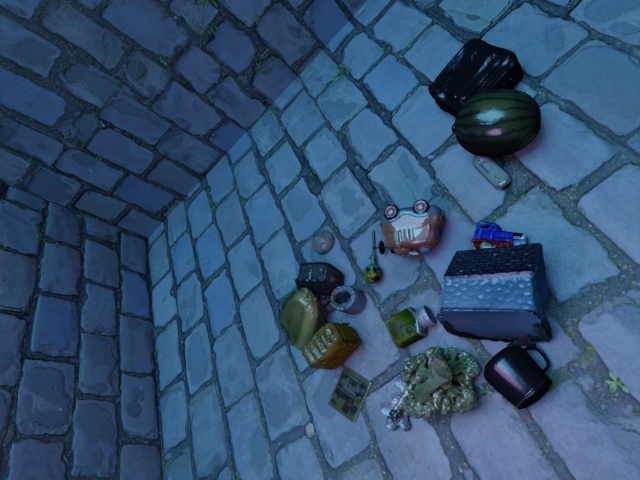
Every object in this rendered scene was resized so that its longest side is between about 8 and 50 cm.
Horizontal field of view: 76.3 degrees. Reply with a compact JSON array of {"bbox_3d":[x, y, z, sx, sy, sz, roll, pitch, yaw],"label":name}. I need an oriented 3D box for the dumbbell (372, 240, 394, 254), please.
[{"bbox_3d":[0.321,0.032,1.962,0.147,0.069,0.069,-6,65,30],"label":"dumbbell"}]

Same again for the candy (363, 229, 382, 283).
[{"bbox_3d":[0.256,0.072,2.007,0.083,0.091,0.305,-30,44,41],"label":"candy"}]

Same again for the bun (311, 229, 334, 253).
[{"bbox_3d":[0.000,0.000,2.258,0.138,0.094,0.138,-19,56,31],"label":"bun"}]

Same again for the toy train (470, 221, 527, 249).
[{"bbox_3d":[0.716,0.000,1.621,0.204,0.083,0.130,11,75,44],"label":"toy train"}]

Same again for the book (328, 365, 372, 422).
[{"bbox_3d":[0.133,0.692,1.841,0.168,0.013,0.192,20,83,45],"label":"book"}]

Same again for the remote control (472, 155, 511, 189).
[{"bbox_3d":[0.745,-0.306,1.778,0.078,0.042,0.221,-41,47,18],"label":"remote control"}]

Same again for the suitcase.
[{"bbox_3d":[0.734,-0.746,1.933,0.345,0.188,0.339,-48,51,11],"label":"suitcase"}]

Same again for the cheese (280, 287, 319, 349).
[{"bbox_3d":[-0.098,0.375,2.059,0.259,0.128,0.315,44,132,34],"label":"cheese"}]

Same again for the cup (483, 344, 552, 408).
[{"bbox_3d":[0.686,0.448,1.379,0.223,0.169,0.176,-29,49,-12],"label":"cup"}]

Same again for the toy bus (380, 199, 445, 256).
[{"bbox_3d":[0.411,-0.045,1.824,0.288,0.194,0.231,-6,73,25],"label":"toy bus"}]

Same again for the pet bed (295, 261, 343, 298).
[{"bbox_3d":[-0.008,0.216,2.095,0.211,0.183,0.159,-4,60,38],"label":"pet bed"}]

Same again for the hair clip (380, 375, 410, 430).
[{"bbox_3d":[0.334,0.647,1.647,0.146,0.075,0.256,27,82,44],"label":"hair clip"}]

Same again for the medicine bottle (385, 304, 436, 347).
[{"bbox_3d":[0.387,0.357,1.729,0.189,0.088,0.131,-37,48,23],"label":"medicine bottle"}]

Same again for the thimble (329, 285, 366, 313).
[{"bbox_3d":[0.133,0.289,1.971,0.152,0.118,0.127,4,72,42],"label":"thimble"}]

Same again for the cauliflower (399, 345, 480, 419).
[{"bbox_3d":[0.437,0.523,1.477,0.327,0.281,0.260,-44,83,-3],"label":"cauliflower"}]

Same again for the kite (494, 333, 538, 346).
[{"bbox_3d":[0.693,0.354,1.443,0.157,0.139,0.011,13,58,5],"label":"kite"}]

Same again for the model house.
[{"bbox_3d":[0.628,0.164,1.493,0.361,0.297,0.338,-8,56,39],"label":"model house"}]

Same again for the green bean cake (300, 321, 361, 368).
[{"bbox_3d":[0.054,0.486,1.865,0.224,0.230,0.131,-48,52,16],"label":"green bean cake"}]

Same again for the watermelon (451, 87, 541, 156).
[{"bbox_3d":[0.728,-0.492,1.719,0.360,0.279,0.278,9,75,33],"label":"watermelon"}]
